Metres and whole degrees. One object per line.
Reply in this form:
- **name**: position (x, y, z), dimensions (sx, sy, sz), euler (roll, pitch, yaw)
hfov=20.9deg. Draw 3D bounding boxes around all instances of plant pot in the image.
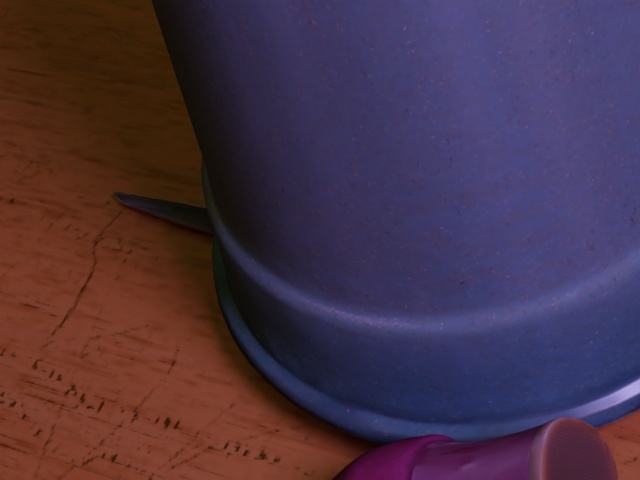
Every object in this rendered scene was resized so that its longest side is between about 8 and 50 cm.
- **plant pot**: position (0.060, -0.126, 0.879), dimensions (0.341, 0.334, 0.341), euler (-9, 48, 11)

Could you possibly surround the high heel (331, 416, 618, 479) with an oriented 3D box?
- **high heel**: position (0.050, 0.269, 0.786), dimensions (0.181, 0.127, 0.377), euler (-23, 47, 45)

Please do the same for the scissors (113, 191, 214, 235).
- **scissors**: position (0.000, 0.000, 1.039), dimensions (0.297, 0.021, 0.109), euler (31, 72, 38)
